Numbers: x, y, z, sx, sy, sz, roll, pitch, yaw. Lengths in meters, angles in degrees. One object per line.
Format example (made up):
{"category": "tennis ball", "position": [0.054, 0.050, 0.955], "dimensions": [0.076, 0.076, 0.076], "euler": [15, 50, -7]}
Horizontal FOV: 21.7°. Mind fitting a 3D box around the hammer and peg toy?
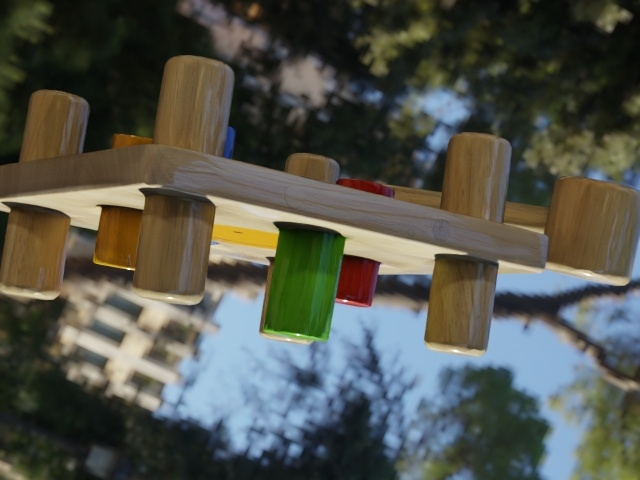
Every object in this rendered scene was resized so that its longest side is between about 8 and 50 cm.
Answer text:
{"category": "hammer and peg toy", "position": [0.000, 0.000, 0.992], "dimensions": [0.266, 0.361, 0.127], "euler": [-2, -102, 57]}
